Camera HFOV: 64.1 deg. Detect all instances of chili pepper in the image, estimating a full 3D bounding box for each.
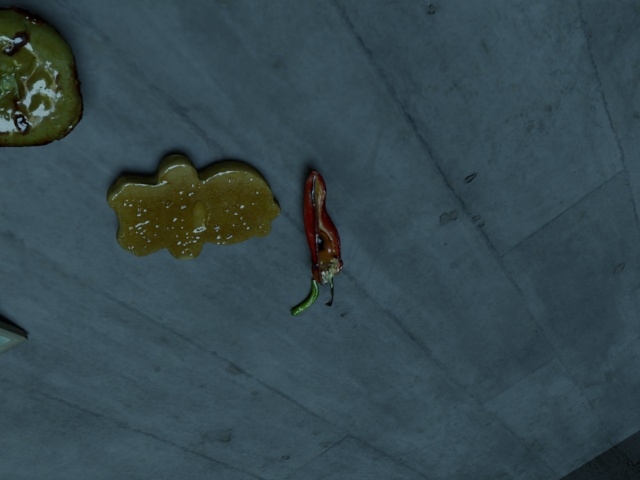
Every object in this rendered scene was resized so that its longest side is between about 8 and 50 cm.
[{"bbox_3d":[0.000,0.000,0.783,0.059,0.050,0.268,-32,133,-23],"label":"chili pepper"},{"bbox_3d":[-0.023,0.100,0.875,0.030,0.017,0.083,24,115,-32],"label":"chili pepper"}]

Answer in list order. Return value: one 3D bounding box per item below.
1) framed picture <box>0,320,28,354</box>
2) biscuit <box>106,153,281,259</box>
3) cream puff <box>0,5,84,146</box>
[{"bbox_3d":[-0.583,0.157,0.663,0.289,0.016,0.213,-27,148,0],"label":"framed picture"},{"bbox_3d":[-0.164,-0.046,0.695,0.226,0.036,0.166,-11,130,-17],"label":"biscuit"},{"bbox_3d":[-0.312,-0.165,0.510,0.149,0.084,0.149,-19,137,-18],"label":"cream puff"}]
